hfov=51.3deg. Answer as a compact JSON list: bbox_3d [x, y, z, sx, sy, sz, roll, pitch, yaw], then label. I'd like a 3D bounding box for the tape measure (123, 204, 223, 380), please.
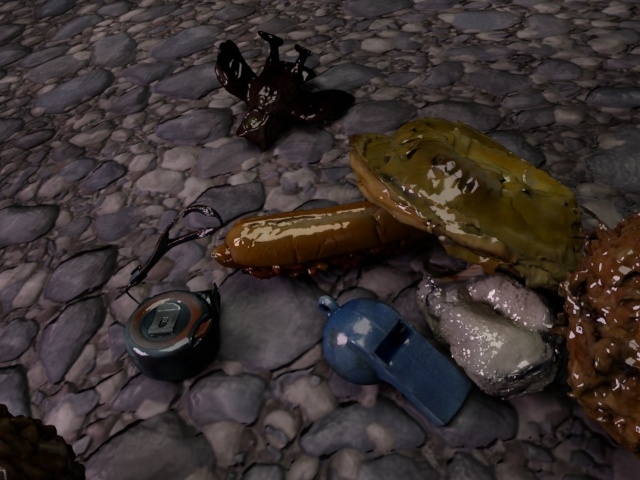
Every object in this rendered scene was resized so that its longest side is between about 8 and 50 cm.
[{"bbox_3d":[-0.152,0.053,0.667,0.104,0.179,0.107,3,41,-6],"label":"tape measure"}]

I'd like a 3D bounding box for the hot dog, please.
[{"bbox_3d":[0.000,0.000,0.750,0.250,0.076,0.102,-8,3,-1],"label":"hot dog"}]

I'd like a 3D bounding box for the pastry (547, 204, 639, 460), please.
[{"bbox_3d":[0.293,0.090,0.505,0.275,0.193,0.274,18,52,-25],"label":"pastry"}]

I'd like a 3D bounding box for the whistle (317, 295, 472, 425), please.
[{"bbox_3d":[0.057,0.108,0.629,0.158,0.090,0.090,44,59,-1],"label":"whistle"}]

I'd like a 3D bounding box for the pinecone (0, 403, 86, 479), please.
[{"bbox_3d":[-0.290,0.244,0.449,0.247,0.246,0.292,16,61,28],"label":"pinecone"}]

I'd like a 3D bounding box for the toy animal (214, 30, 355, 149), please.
[{"bbox_3d":[-0.066,-0.213,1.002,0.219,0.116,0.179,23,78,-1],"label":"toy animal"}]

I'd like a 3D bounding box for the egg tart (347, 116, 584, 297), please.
[{"bbox_3d":[0.153,-0.048,0.653,0.279,0.094,0.279,24,19,-9],"label":"egg tart"}]

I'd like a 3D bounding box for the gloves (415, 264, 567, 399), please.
[{"bbox_3d":[0.166,0.079,0.622,0.115,0.070,0.153,-21,36,-13],"label":"gloves"}]
